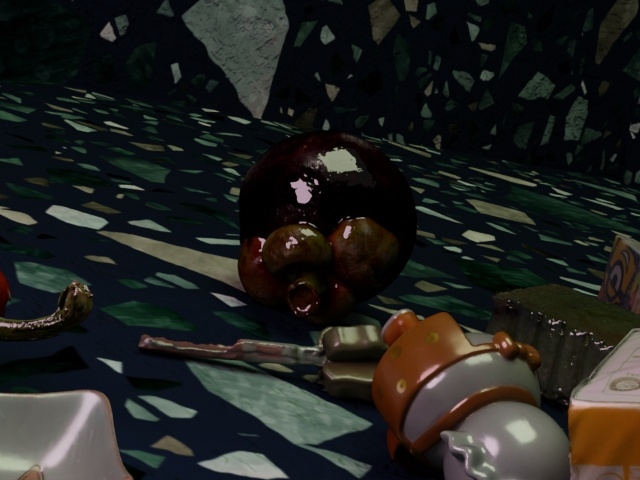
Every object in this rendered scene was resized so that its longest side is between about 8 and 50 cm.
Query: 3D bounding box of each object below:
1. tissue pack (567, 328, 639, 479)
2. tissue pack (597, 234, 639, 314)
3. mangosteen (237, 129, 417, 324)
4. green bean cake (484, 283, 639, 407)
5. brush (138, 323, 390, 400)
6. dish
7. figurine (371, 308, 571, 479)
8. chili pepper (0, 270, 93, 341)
[{"bbox_3d":[0.305,0.142,0.878,0.225,0.124,0.185,1,14,29],"label":"tissue pack"},{"bbox_3d":[0.387,0.079,1.576,0.060,0.148,0.108,13,12,-6],"label":"tissue pack"},{"bbox_3d":[0.000,0.000,1.398,0.211,0.211,0.250,15,42,-1],"label":"mangosteen"},{"bbox_3d":[0.286,0.121,1.390,0.173,0.094,0.181,23,15,36],"label":"green bean cake"},{"bbox_3d":[-0.019,0.109,1.180,0.301,0.071,0.084,4,-2,-11],"label":"brush"},{"bbox_3d":[-0.227,0.134,0.743,0.212,0.077,0.151,11,11,-19],"label":"dish"},{"bbox_3d":[0.134,0.144,0.992,0.143,0.143,0.271,7,15,-35],"label":"figurine"},{"bbox_3d":[-0.359,0.033,0.988,0.387,0.110,0.110,14,11,19],"label":"chili pepper"}]
